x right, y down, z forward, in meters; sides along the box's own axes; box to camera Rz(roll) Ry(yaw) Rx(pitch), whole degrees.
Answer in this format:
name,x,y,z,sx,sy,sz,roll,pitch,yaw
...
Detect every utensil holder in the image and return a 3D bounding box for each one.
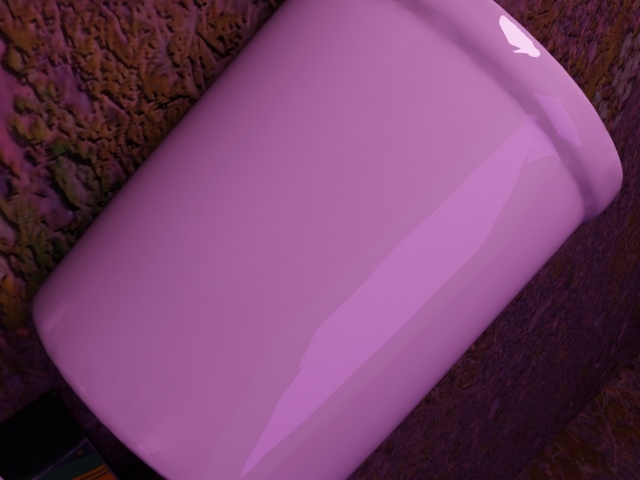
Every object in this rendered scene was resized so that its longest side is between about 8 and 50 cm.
name,x,y,z,sx,sy,sz,roll,pitch,yaw
utensil holder,0.000,0.000,0.614,0.385,0.327,0.327,-49,146,-2

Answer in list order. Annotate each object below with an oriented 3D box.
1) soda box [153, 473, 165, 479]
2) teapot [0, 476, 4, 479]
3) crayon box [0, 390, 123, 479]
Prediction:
name,x,y,z,sx,sy,sz,roll,pitch,yaw
soda box,-0.149,0.270,0.912,0.074,0.069,0.216,-2,123,-48
teapot,-0.317,0.255,0.448,0.252,0.187,0.256,-13,135,-49
crayon box,-0.356,0.321,0.713,0.318,0.081,0.202,-35,143,-21
